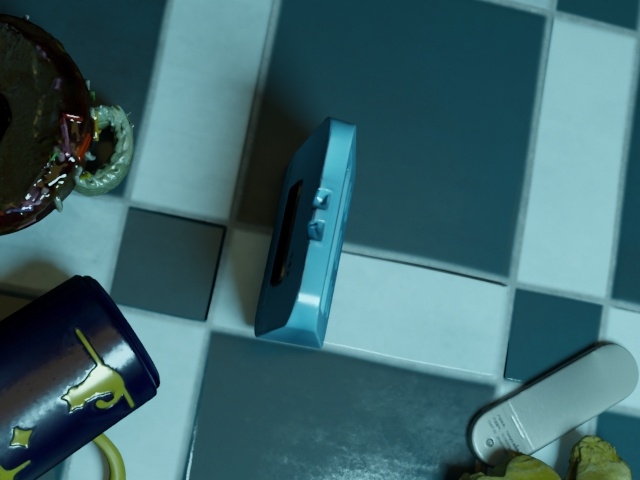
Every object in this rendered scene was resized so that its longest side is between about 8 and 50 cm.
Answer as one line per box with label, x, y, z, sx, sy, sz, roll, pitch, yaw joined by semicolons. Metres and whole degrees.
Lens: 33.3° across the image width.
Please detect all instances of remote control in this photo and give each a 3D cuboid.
remote control;0.294;0.206;1.346;0.245;0.022;0.077;-27;85;-13

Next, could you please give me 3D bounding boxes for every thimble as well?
thimble;-0.263;-0.109;1.269;0.084;0.062;0.110;31;78;-5

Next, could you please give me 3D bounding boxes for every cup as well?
cup;-0.311;0.193;1.191;0.256;0.255;0.178;-33;51;-16

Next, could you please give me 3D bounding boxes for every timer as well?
timer;0.000;0.000;1.206;0.091;0.250;0.232;13;80;-7

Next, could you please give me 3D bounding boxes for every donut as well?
donut;-0.371;-0.123;1.199;0.269;0.103;0.270;-3;79;13

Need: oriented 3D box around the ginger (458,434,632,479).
ginger;0.330;0.374;1.295;0.375;0.166;0.236;23;53;-26
